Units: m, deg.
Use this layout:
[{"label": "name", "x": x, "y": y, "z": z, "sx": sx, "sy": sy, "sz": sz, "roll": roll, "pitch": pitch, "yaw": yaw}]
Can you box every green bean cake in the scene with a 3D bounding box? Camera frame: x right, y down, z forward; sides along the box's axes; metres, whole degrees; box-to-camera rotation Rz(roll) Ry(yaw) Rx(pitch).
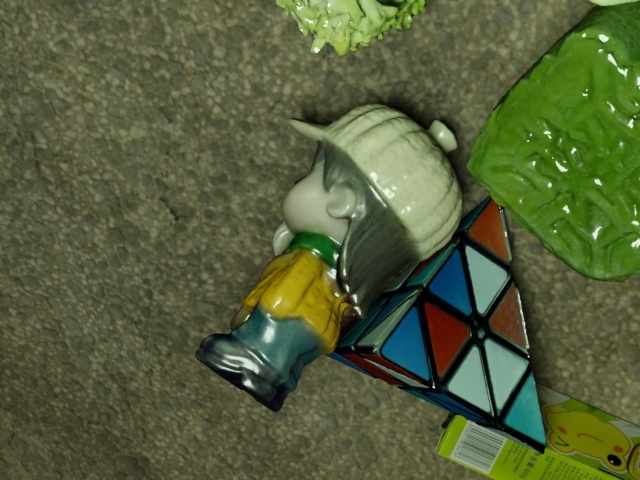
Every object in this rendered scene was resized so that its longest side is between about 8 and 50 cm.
[{"label": "green bean cake", "x": 0.273, "y": -0.085, "z": 1.017, "sx": 0.222, "sy": 0.125, "sz": 0.248, "roll": 44, "pitch": 144, "yaw": -2}]

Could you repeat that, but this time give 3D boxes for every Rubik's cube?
[{"label": "Rubik's cube", "x": 0.070, "y": 0.101, "z": 1.112, "sx": 0.250, "sy": 0.234, "sz": 0.284, "roll": -6, "pitch": 88, "yaw": 25}]

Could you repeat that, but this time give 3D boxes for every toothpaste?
[{"label": "toothpaste", "x": 0.299, "y": 0.251, "z": 1.251, "sx": 0.327, "sy": 0.110, "sz": 0.077, "roll": 23, "pitch": 123, "yaw": 6}]

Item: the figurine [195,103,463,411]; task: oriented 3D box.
[{"label": "figurine", "x": 0.023, "y": 0.018, "z": 1.101, "sx": 0.204, "sy": 0.332, "sz": 0.185, "roll": 16, "pitch": 165, "yaw": 10}]

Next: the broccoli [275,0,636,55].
[{"label": "broccoli", "x": 0.088, "y": -0.276, "z": 0.901, "sx": 0.397, "sy": 0.353, "sz": 0.275, "roll": 41, "pitch": 84, "yaw": 7}]
